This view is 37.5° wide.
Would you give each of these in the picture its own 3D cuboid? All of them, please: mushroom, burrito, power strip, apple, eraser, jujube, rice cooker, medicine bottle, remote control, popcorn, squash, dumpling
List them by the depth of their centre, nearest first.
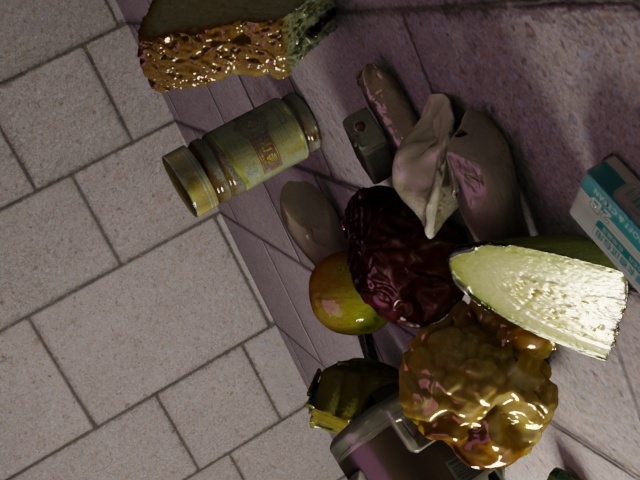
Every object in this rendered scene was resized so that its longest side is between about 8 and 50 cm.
[{"bbox_3d":[0.381,0.012,1.077,0.225,0.052,0.095,54,163,25],"label":"eraser"},{"bbox_3d":[0.297,0.079,1.313,0.204,0.155,0.236,53,163,33],"label":"squash"},{"bbox_3d":[0.239,-0.060,1.343,0.108,0.096,0.246,39,156,55],"label":"mushroom"},{"bbox_3d":[0.170,-0.118,1.404,0.126,0.215,0.166,25,148,12],"label":"dumpling"},{"bbox_3d":[0.261,0.217,1.540,0.225,0.265,0.332,-92,12,-54],"label":"popcorn"},{"bbox_3d":[0.143,-0.168,1.551,0.275,0.059,0.082,61,177,3],"label":"burrito"},{"bbox_3d":[0.088,-0.160,1.651,0.078,0.052,0.272,60,-177,12],"label":"power strip"},{"bbox_3d":[0.139,0.017,1.684,0.216,0.216,0.342,68,172,-29],"label":"jujube"},{"bbox_3d":[-0.167,-0.190,2.046,0.151,0.323,0.151,55,165,22],"label":"medicine bottle"},{"bbox_3d":[0.204,0.473,2.084,0.325,0.335,0.335,57,166,16],"label":"rice cooker"},{"bbox_3d":[0.076,0.121,2.110,0.196,0.196,0.196,55,165,22],"label":"apple"},{"bbox_3d":[0.000,0.000,2.262,0.128,0.128,0.350,42,159,53],"label":"mushroom"},{"bbox_3d":[0.126,0.282,2.589,0.059,0.028,0.212,42,158,42],"label":"remote control"}]

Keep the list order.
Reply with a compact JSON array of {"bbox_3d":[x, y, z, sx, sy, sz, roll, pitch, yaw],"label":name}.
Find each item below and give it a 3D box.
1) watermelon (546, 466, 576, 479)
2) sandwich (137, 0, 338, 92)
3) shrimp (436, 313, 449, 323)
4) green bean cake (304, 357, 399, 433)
[{"bbox_3d":[0.457,0.520,1.735,0.098,0.121,0.158,17,144,39],"label":"watermelon"},{"bbox_3d":[-0.132,-0.386,1.621,0.262,0.326,0.131,-83,-17,-44],"label":"sandwich"},{"bbox_3d":[0.271,0.189,1.828,0.187,0.052,0.132,60,167,13],"label":"shrimp"},{"bbox_3d":[0.120,0.426,2.436,0.310,0.202,0.285,18,155,3],"label":"green bean cake"}]
